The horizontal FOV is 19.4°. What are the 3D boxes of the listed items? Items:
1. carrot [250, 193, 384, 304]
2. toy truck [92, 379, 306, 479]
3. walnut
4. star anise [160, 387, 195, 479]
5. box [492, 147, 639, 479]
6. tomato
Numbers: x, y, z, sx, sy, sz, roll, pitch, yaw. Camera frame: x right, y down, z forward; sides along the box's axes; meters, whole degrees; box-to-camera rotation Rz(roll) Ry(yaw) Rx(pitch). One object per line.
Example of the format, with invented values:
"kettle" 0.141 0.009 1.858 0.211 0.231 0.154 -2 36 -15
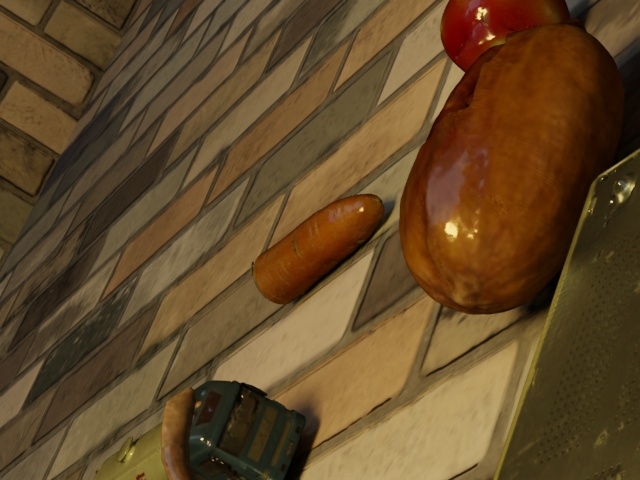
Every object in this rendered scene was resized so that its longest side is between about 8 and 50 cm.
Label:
"carrot" 0.000 0.000 1.408 0.139 0.048 0.048 -39 23 47
"toy truck" -0.090 0.158 1.294 0.202 0.088 0.074 -37 24 52
"walnut" 0.110 -0.048 1.047 0.116 0.116 0.207 -31 30 59
"star anise" 0.027 0.143 0.741 0.148 0.227 0.218 -60 3 16
"box" 0.154 0.046 0.837 0.211 0.045 0.270 -37 25 56
"tomato" 0.122 -0.138 1.236 0.087 0.087 0.075 -45 22 39
